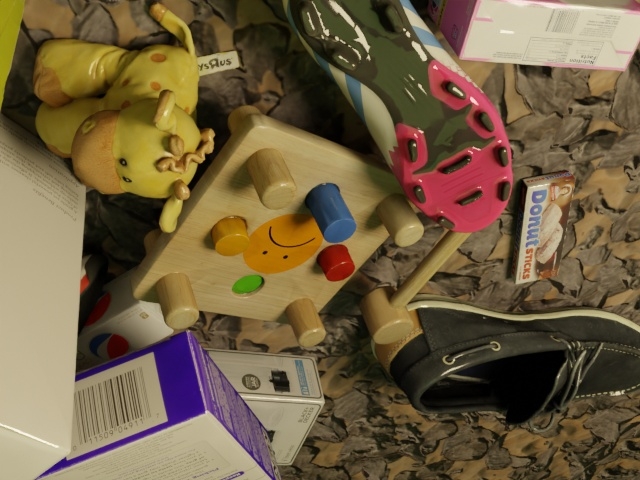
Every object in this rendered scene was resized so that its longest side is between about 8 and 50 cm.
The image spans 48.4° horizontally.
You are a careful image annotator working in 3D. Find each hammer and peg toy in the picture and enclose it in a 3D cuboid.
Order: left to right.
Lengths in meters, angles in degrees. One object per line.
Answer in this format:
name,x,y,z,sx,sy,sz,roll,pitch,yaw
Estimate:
hammer and peg toy,0.000,0.000,0.819,0.361,0.127,0.266,14,127,-40

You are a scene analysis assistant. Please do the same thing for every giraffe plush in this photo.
giraffe plush,-0.167,-0.098,0.667,0.210,0.170,0.181,-25,132,8

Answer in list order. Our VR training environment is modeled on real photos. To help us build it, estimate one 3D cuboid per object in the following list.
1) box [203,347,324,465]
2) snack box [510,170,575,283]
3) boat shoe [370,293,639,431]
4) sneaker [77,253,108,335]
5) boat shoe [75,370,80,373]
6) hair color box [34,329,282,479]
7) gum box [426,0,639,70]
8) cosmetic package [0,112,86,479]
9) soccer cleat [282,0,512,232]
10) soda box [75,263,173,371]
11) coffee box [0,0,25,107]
box,-0.159,0.240,1.027,0.290,0.087,0.169,7,129,-20
snack box,0.296,-0.014,0.957,0.064,0.022,0.178,-10,133,-3
boat shoe,0.314,0.193,1.059,0.500,0.156,0.187,9,126,-23
sneaker,-0.361,0.101,0.791,0.145,0.270,0.090,26,154,1
boat shoe,-0.413,0.225,0.833,0.324,0.116,0.123,-5,132,-7
hair color box,-0.176,0.249,0.847,0.185,0.110,0.339,-21,144,-2
gum box,0.212,-0.222,0.693,0.188,0.107,0.062,1,131,-14
cosmetic package,-0.329,0.035,0.614,0.155,0.365,0.197,-37,129,18
soccer cleat,0.082,-0.152,0.689,0.116,0.143,0.331,-32,121,13
soda box,-0.290,0.121,0.897,0.216,0.074,0.069,-30,130,13
coffee box,-0.427,-0.170,0.426,0.334,0.338,0.338,-21,133,4
